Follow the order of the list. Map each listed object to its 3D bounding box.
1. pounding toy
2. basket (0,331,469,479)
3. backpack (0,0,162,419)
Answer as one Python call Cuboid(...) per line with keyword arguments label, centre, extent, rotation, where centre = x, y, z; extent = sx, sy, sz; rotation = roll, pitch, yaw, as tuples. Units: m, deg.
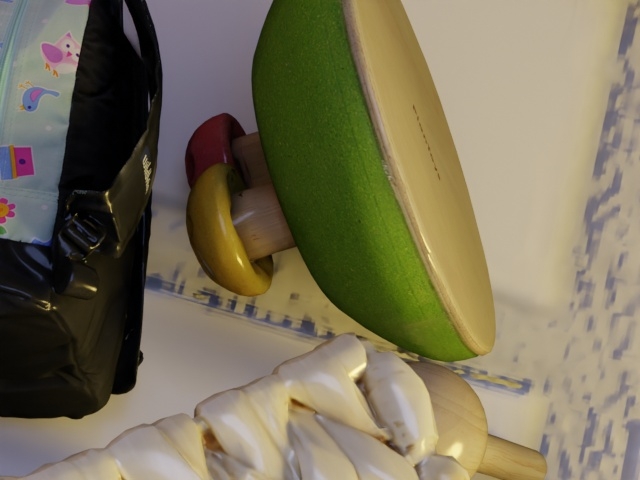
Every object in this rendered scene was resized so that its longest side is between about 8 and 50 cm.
Cuboid(label="pounding toy", centre=(0.000, 0.000, 0.782), extent=(0.110, 0.183, 0.237), rotation=(-18, 78, 12))
Cuboid(label="basket", centre=(-0.061, 0.248, 0.596), extent=(0.266, 0.331, 0.328), rotation=(-23, 77, -22))
Cuboid(label="backpack", centre=(-0.123, -0.033, 0.772), extent=(0.115, 0.152, 0.182), rotation=(4, 66, -4))
